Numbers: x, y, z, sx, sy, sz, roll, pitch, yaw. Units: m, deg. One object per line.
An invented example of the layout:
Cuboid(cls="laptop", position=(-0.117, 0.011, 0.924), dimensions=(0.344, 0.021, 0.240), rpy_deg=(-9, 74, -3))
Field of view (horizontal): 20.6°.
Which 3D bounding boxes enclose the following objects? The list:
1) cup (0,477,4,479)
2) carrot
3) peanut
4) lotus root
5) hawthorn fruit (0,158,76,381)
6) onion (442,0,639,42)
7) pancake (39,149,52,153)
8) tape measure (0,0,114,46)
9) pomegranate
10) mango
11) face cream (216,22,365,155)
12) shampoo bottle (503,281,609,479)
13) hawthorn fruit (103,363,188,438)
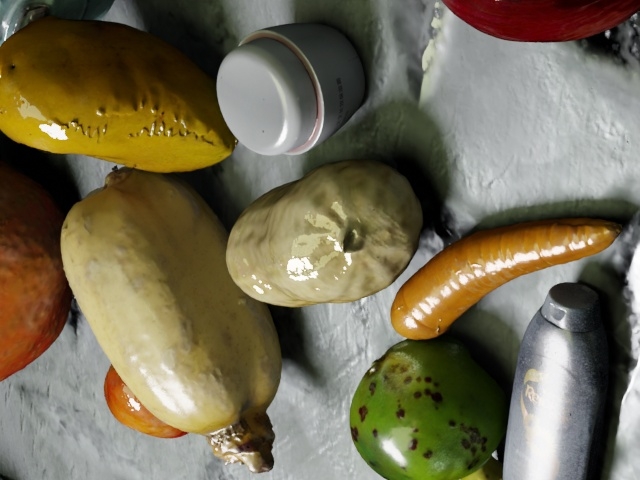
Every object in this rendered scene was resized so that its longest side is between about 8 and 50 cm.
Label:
Cuboid(cls="cup", position=(-0.543, 0.523, 2.370), dimensions=(0.401, 0.310, 0.392), rpy_deg=(10, 112, 42))
Cuboid(cls="carrot", position=(0.150, 0.019, 1.517), dimensions=(0.062, 0.066, 0.271), rpy_deg=(41, 133, -17))
Cuboid(cls="peanut", position=(0.000, 0.000, 1.616), dimensions=(0.224, 0.129, 0.129), rpy_deg=(-23, 92, 53))
Cuboid(cls="lotus root", position=(-0.138, 0.083, 1.780), dimensions=(0.342, 0.169, 0.151), rpy_deg=(61, 147, 2))
Cuboid(cls="hawthorn fruit", position=(-0.454, 0.059, 1.978), dimensions=(0.285, 0.369, 0.284), rpy_deg=(39, 154, 23))
Cuboid(cls="onion", position=(0.157, -0.278, 1.230), dimensions=(0.281, 0.221, 0.280), rpy_deg=(1, 92, 24))
Cuboid(cls="pancake", position=(-0.309, -0.142, 1.965), dimensions=(0.108, 0.017, 0.108), rpy_deg=(26, 130, 35))
Cuboid(cls="tape measure", position=(-0.319, -0.322, 1.777), dimensions=(0.256, 0.147, 0.275), rpy_deg=(37, 133, 30))
Cuboid(cls="pomegranate", position=(0.101, 0.172, 1.600), dimensions=(0.143, 0.122, 0.169), rpy_deg=(-31, 83, 22))
Cuboid(cls="mango", position=(-0.198, -0.134, 1.702), dimensions=(0.249, 0.156, 0.151), rpy_deg=(19, 123, -11))
Cuboid(cls="face cream", position=(-0.027, -0.138, 1.587), dimensions=(0.117, 0.104, 0.117), rpy_deg=(24, 126, 37))
Cuboid(cls="shampoo bottle", position=(0.205, 0.145, 1.526), dimensions=(0.087, 0.049, 0.233), rpy_deg=(28, 129, 33))
Cuboid(cls="hawthorn fruit", position=(-0.166, 0.153, 1.900), dimensions=(0.125, 0.140, 0.125), rpy_deg=(-46, 34, 44))
